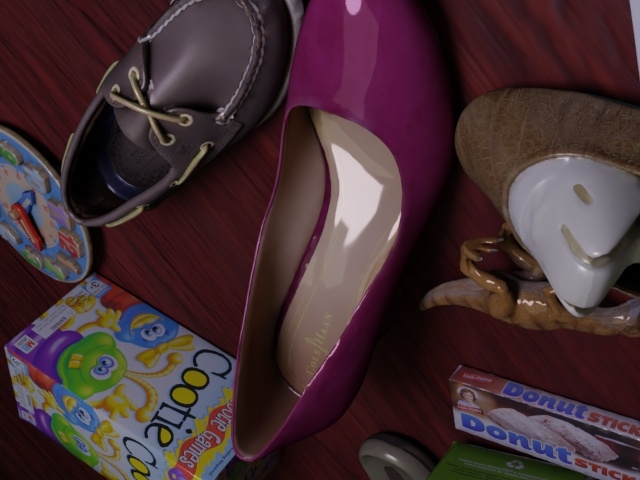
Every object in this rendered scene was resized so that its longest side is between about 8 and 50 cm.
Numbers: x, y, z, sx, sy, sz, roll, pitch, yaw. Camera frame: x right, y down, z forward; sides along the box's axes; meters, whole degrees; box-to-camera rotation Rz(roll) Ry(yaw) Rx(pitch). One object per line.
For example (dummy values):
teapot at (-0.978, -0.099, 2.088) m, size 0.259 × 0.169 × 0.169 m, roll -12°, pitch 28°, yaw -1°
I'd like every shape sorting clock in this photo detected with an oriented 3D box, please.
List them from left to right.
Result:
shape sorting clock at (-0.329, -0.038, 1.018) m, size 0.206 × 0.040 × 0.206 m, roll 24°, pitch 137°, yaw 24°

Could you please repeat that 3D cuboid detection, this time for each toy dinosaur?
toy dinosaur at (0.131, 0.038, 0.658) m, size 0.212 × 0.064 × 0.112 m, roll 6°, pitch 130°, yaw 39°

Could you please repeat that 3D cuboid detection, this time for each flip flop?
flip flop at (0.117, 0.313, 0.909) m, size 0.112 × 0.080 × 0.277 m, roll -15°, pitch 114°, yaw 48°

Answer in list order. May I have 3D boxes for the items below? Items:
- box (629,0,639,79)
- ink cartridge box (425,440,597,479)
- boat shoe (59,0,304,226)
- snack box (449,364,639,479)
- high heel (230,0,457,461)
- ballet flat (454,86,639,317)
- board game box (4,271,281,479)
box at (0.239, -0.103, 0.387) m, size 0.181 × 0.119 × 0.181 m, roll 8°, pitch 129°, yaw 38°
ink cartridge box at (0.212, 0.294, 0.754) m, size 0.255 × 0.097 × 0.188 m, roll 7°, pitch 109°, yaw 26°
boat shoe at (-0.123, -0.103, 0.728) m, size 0.116 × 0.097 × 0.324 m, roll 48°, pitch 142°, yaw -5°
snack box at (0.191, 0.154, 0.743) m, size 0.178 × 0.022 × 0.064 m, roll 14°, pitch 134°, yaw 32°
high heel at (0.000, 0.000, 0.644) m, size 0.127 × 0.181 × 0.377 m, roll 21°, pitch 137°, yaw 26°
ballet flat at (0.210, 0.013, 0.516) m, size 0.342 × 0.124 × 0.116 m, roll 28°, pitch 139°, yaw 20°
board game box at (-0.190, 0.182, 1.012) m, size 0.275 × 0.144 × 0.142 m, roll 29°, pitch 139°, yaw 18°
